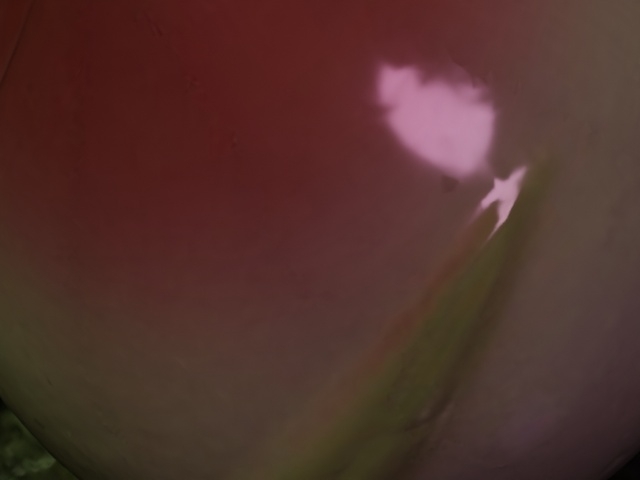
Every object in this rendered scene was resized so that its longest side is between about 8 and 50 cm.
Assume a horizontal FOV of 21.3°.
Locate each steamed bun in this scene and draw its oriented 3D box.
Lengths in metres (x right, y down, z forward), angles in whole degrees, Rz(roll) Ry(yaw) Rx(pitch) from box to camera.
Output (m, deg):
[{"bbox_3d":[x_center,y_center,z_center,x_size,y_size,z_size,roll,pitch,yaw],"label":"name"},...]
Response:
[{"bbox_3d":[-0.007,-0.044,0.570,0.309,0.309,0.309,-18,44,19],"label":"steamed bun"}]
